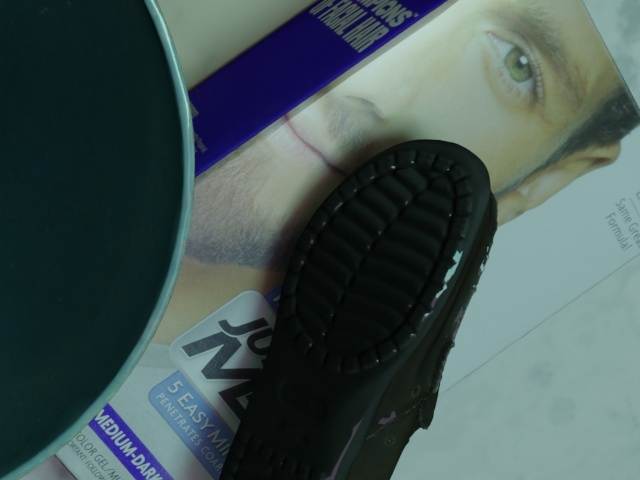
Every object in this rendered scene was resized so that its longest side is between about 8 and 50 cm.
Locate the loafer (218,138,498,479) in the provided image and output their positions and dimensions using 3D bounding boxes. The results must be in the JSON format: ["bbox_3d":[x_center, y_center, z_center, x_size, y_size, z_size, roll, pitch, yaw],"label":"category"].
[{"bbox_3d":[0.021,0.054,0.664,0.078,0.080,0.220,8,112,-56],"label":"loafer"}]

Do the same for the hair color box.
[{"bbox_3d":[0.000,0.000,0.727,0.339,0.110,0.185,-36,117,-2],"label":"hair color box"}]

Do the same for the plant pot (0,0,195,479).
[{"bbox_3d":[-0.207,-0.051,0.578,0.290,0.195,0.290,-3,107,-11],"label":"plant pot"}]
